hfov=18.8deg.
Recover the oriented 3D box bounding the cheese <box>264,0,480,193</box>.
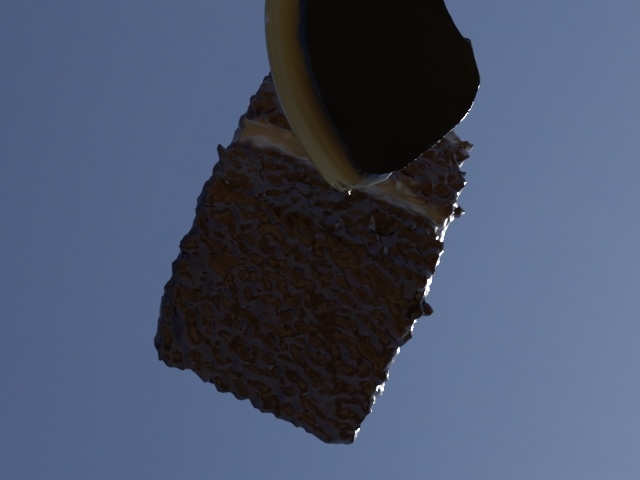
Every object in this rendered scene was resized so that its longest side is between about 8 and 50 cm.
[{"bbox_3d":[0.001,-0.104,0.790,0.086,0.036,0.162,-38,-66,-19],"label":"cheese"}]

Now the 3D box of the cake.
[{"bbox_3d":[0.000,0.000,1.002,0.134,0.147,0.135,28,-51,3],"label":"cake"}]
